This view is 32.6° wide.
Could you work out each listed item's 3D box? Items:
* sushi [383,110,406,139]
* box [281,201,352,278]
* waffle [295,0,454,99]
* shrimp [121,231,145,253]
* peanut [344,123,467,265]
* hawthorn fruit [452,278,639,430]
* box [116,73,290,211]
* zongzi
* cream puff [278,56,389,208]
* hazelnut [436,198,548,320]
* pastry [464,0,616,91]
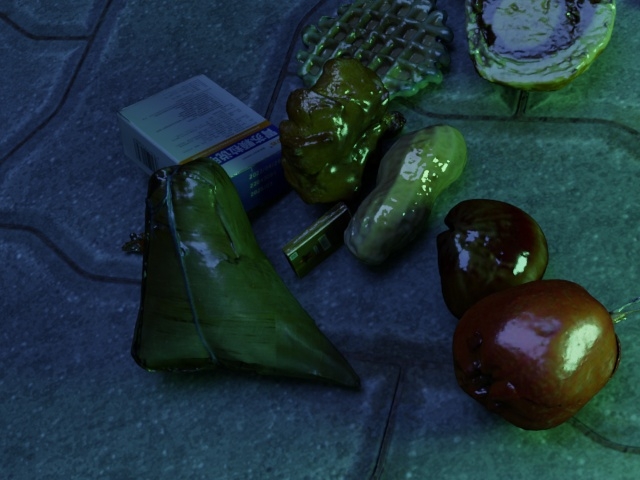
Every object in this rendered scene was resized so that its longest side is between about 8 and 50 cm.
[{"bbox_3d":[0.100,-0.213,1.995,0.118,0.060,0.061,-15,59,13],"label":"sushi"},{"bbox_3d":[0.000,0.000,1.873,0.133,0.090,0.023,-39,58,-7],"label":"box"},{"bbox_3d":[0.102,-0.361,2.093,0.309,0.056,0.292,-20,54,8],"label":"waffle"},{"bbox_3d":[-0.284,0.008,2.005,0.184,0.043,0.091,4,63,21],"label":"shrimp"},{"bbox_3d":[0.142,-0.082,1.852,0.130,0.130,0.290,22,68,31],"label":"peanut"},{"bbox_3d":[0.341,0.147,1.585,0.299,0.211,0.211,-28,53,-9],"label":"hawthorn fruit"},{"bbox_3d":[-0.208,-0.171,2.017,0.200,0.106,0.299,-30,51,-28],"label":"box"},{"bbox_3d":[-0.112,0.049,1.772,0.393,0.174,0.356,5,97,19],"label":"zongzi"},{"bbox_3d":[0.021,-0.176,1.888,0.155,0.269,0.241,20,39,34],"label":"cream puff"},{"bbox_3d":[0.260,0.033,1.708,0.178,0.178,0.204,20,78,30],"label":"hazelnut"},{"bbox_3d":[0.385,-0.365,1.931,0.256,0.170,0.236,0,79,10],"label":"pastry"}]
